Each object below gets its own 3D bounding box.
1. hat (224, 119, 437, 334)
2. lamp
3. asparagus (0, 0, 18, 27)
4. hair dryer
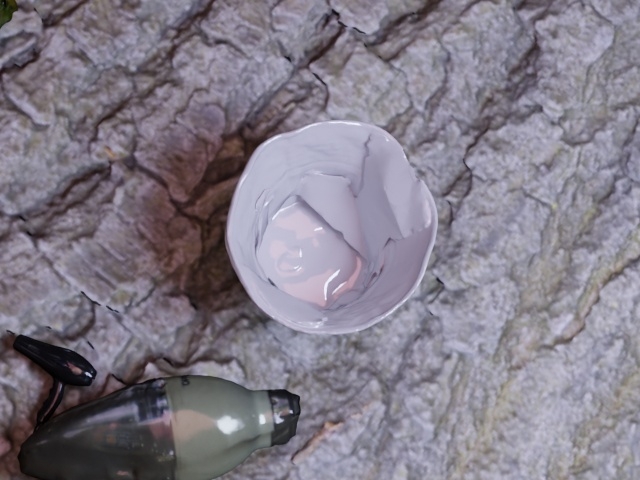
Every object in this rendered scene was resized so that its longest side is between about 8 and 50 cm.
[{"bbox_3d":[0.000,0.000,1.424,0.203,0.126,0.203,3,75,-11],"label":"hat"},{"bbox_3d":[-0.141,0.169,1.366,0.250,0.101,0.101,-6,76,-9],"label":"lamp"},{"bbox_3d":[-0.446,-0.137,1.386,0.382,0.108,0.128,-42,88,-16],"label":"asparagus"},{"bbox_3d":[-0.250,0.132,1.395,0.079,0.031,0.083,23,80,7],"label":"hair dryer"}]
